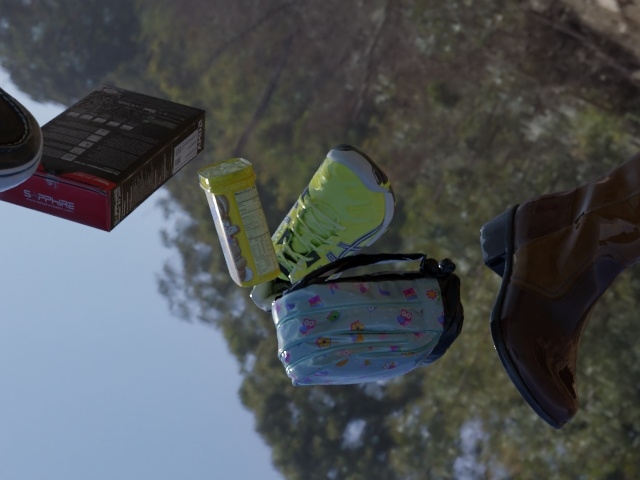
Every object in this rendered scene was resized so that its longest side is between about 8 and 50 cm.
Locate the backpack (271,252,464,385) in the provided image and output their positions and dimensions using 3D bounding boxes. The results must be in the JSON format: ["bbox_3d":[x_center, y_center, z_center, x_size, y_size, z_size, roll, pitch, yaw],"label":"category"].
[{"bbox_3d":[0.043,0.087,1.236,0.182,0.152,0.115,-2,-118,-25],"label":"backpack"}]

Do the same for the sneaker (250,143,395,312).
[{"bbox_3d":[0.000,0.000,1.908,0.145,0.384,0.147,39,-127,10],"label":"sneaker"}]

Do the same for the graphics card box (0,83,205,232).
[{"bbox_3d":[-0.391,-0.158,2.192,0.233,0.094,0.371,15,-146,16],"label":"graphics card box"}]

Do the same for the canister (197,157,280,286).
[{"bbox_3d":[-0.118,-0.027,1.767,0.073,0.170,0.126,-19,-166,-11],"label":"canister"}]

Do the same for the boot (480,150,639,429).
[{"bbox_3d":[0.311,0.032,1.222,0.096,0.280,0.264,38,-142,-37],"label":"boot"}]

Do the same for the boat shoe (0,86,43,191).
[{"bbox_3d":[-0.338,-0.133,0.894,0.335,0.119,0.121,25,-133,-38],"label":"boat shoe"}]
